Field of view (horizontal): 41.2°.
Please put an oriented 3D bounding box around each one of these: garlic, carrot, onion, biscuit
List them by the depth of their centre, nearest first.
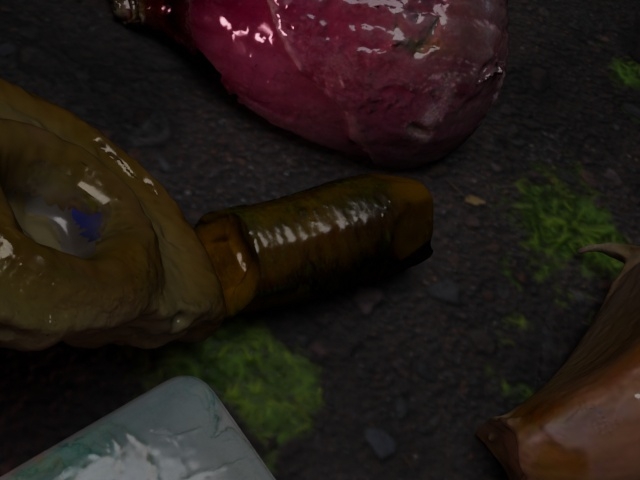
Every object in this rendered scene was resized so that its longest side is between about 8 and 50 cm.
[{"bbox_3d":[-0.174,-0.017,0.457,0.213,0.091,0.274,49,22,15],"label":"biscuit"},{"bbox_3d":[0.220,0.091,0.587,0.164,0.145,0.245,14,42,31],"label":"garlic"},{"bbox_3d":[0.000,0.000,0.589,0.173,0.082,0.082,-15,62,-31],"label":"carrot"},{"bbox_3d":[0.002,-0.214,0.695,0.349,0.159,0.267,8,51,-15],"label":"onion"}]

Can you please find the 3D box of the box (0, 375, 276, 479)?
[{"bbox_3d":[-0.143,0.189,0.430,0.285,0.044,0.142,-28,73,-33],"label":"box"}]
